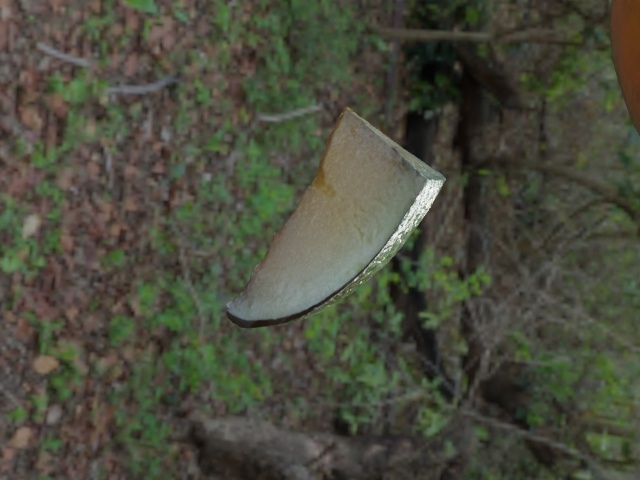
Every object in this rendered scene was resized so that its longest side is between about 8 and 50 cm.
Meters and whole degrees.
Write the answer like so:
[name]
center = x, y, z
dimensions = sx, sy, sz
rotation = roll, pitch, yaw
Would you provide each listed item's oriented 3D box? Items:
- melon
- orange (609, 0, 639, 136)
[melon]
center = 0.007, 0.003, 0.869
dimensions = 0.182, 0.098, 0.054
rotation = -59, 158, 9
[orange]
center = 0.335, -0.149, 0.839
dimensions = 0.283, 0.226, 0.284
rotation = -10, 108, -34
